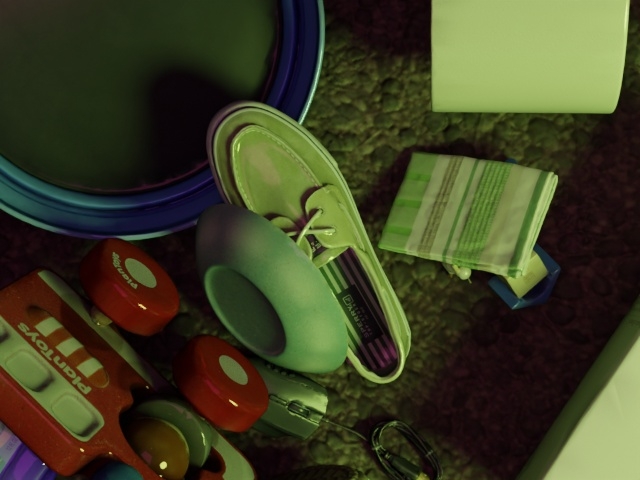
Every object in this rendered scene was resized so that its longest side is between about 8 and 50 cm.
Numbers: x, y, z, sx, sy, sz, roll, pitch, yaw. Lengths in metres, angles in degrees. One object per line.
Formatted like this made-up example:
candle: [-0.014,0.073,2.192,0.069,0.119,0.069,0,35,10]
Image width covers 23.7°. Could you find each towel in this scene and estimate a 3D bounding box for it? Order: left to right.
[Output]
towel: [0.140,-0.026,1.451,0.152,0.023,0.113,11,67,29]

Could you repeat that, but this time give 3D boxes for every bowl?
bowl: [-0.194,-0.196,1.435,0.391,0.077,0.391,-2,104,-9]

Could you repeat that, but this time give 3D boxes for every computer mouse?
computer mouse: [0.009,0.179,1.478,0.242,0.041,0.071,24,89,5]

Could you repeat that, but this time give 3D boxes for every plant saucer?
plant saucer: [-0.058,0.056,1.418,0.195,0.195,0.037,46,59,5]

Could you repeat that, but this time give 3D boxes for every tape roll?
tape roll: [0.185,-0.237,1.382,0.169,0.246,0.246,1,87,6]

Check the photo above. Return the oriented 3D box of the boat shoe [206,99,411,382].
boat shoe: [0.000,0.000,1.422,0.109,0.094,0.302,-35,102,0]

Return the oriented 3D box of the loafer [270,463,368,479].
loafer: [-0.066,0.294,1.455,0.268,0.102,0.092,-24,94,16]

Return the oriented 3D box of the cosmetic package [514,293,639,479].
cosmetic package: [0.367,0.138,1.392,0.217,0.156,0.385,32,89,4]

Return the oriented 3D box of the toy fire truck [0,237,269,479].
toy fire truck: [-0.194,0.151,1.368,0.302,0.254,0.169,46,109,0]

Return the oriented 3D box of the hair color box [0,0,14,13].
hair color box: [-0.314,-0.236,1.499,0.167,0.093,0.053,-39,84,3]

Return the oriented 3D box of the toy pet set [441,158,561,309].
toy pet set: [0.182,0.005,1.475,0.122,0.065,0.114,-41,50,-1]

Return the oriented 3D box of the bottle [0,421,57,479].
bottle: [-0.382,0.159,1.486,0.283,0.092,0.118,34,92,6]

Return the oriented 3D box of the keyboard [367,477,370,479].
keyboard: [0.107,0.337,1.476,0.256,0.014,0.072,43,91,5]
